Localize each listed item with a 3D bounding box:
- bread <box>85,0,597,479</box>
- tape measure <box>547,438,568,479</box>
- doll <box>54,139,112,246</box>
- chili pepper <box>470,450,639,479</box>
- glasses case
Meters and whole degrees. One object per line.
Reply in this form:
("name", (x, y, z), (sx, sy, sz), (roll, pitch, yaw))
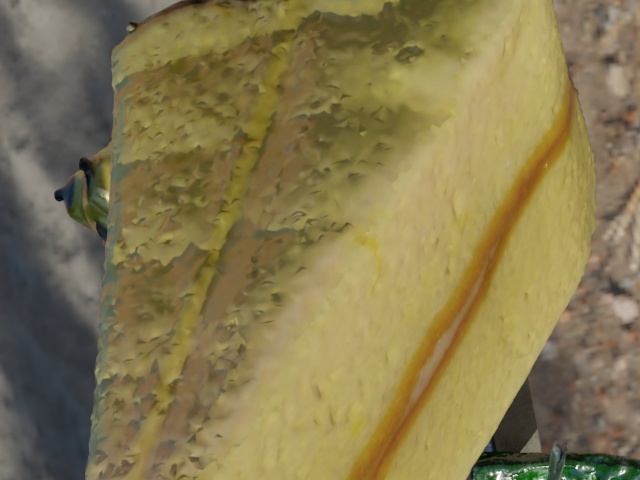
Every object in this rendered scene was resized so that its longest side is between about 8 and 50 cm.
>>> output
("bread", (0.024, 0.044, 0.578), (0.168, 0.163, 0.264), (61, -159, -50))
("tape measure", (0.059, 0.204, 1.254), (0.330, 0.164, 0.084), (-39, 21, 59))
("doll", (0.000, 0.001, 0.906), (0.117, 0.291, 0.086), (168, 115, -69))
("chili pepper", (0.262, 0.247, 1.651), (0.088, 0.226, 0.059), (76, -163, -57))
("glasses case", (0.195, 0.216, 1.740), (0.047, 0.070, 0.205), (14, 125, 47))
